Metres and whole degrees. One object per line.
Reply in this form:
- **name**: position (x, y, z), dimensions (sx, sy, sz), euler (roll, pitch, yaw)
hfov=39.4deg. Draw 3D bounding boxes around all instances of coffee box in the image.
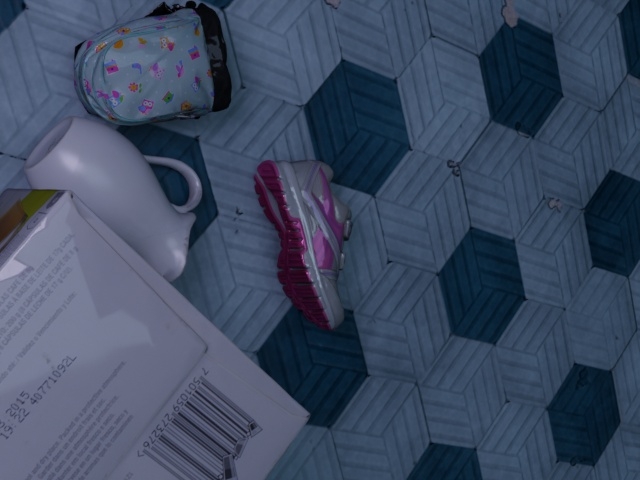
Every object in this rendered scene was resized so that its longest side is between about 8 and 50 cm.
- **coffee box**: position (-0.288, 0.179, 0.930), dimensions (0.338, 0.334, 0.337), euler (46, 72, -24)

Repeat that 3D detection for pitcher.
- **pitcher**: position (-0.237, -0.067, 1.078), dimensions (0.207, 0.126, 0.177), euler (44, 42, -29)

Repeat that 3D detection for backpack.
- **backpack**: position (-0.204, -0.208, 1.078), dimensions (0.182, 0.115, 0.151), euler (-17, 106, -26)

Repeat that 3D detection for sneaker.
- **sneaker**: position (0.000, 0.000, 1.226), dimensions (0.111, 0.103, 0.252), euler (-20, 105, -27)
